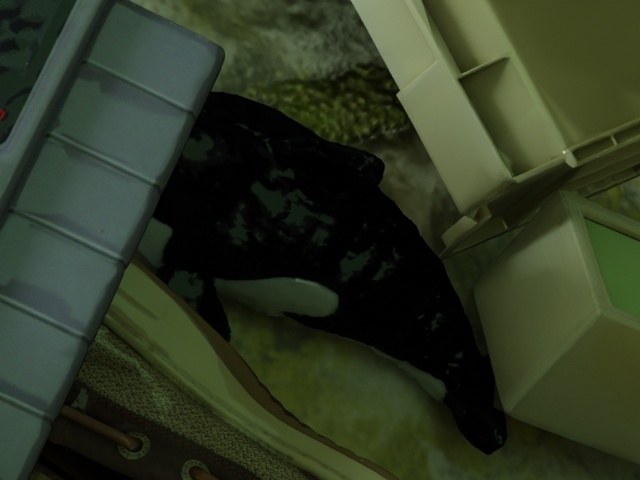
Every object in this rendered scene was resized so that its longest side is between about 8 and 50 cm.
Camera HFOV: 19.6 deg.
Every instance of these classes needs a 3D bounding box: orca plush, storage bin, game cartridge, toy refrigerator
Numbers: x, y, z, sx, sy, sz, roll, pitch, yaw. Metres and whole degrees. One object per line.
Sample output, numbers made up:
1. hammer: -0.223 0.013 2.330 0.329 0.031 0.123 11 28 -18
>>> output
1. orca plush: 0.000 0.000 0.946 0.287 0.102 0.151 46 51 -6
2. storage bin: 0.113 -0.155 1.086 0.260 0.123 0.262 -22 81 -38
3. game cartridge: -0.240 -0.066 0.775 0.355 0.068 0.230 26 76 -7
4. toy refrigerator: 0.227 0.073 1.039 0.269 0.094 0.102 22 35 -25

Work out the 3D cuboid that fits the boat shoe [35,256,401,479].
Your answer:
1. boat shoe: -0.042 0.142 0.848 0.342 0.123 0.123 44 61 -4
